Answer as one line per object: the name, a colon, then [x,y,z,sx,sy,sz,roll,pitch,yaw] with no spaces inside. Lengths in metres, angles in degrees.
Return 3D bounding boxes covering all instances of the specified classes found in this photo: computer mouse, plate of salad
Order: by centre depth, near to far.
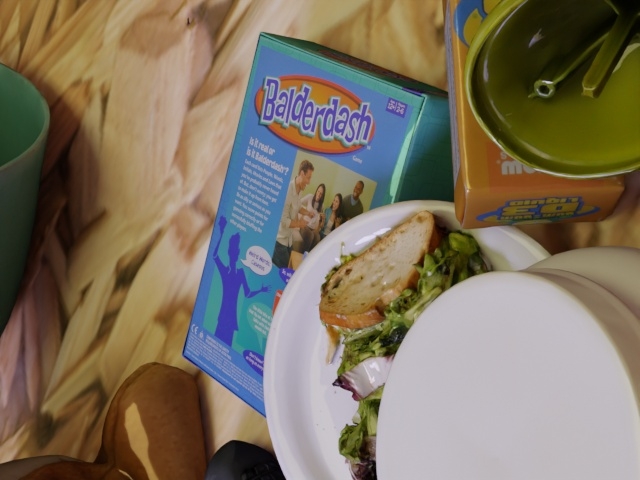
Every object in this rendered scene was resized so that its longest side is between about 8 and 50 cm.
plate of salad: [0.050,0.080,0.714,0.199,0.048,0.200,2,94,30]
computer mouse: [-0.015,0.213,0.825,0.242,0.041,0.071,55,126,39]

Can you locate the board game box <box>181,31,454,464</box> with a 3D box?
board game box: [0.000,0.000,0.824,0.160,0.047,0.210,30,110,49]

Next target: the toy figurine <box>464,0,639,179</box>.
toy figurine: [0.229,-0.162,0.526,0.362,0.191,0.217,-38,27,51]

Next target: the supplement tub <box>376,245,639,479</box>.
supplement tub: [0.134,0.077,0.523,0.144,0.199,0.144,-8,80,51]

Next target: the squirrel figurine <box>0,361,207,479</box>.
squirrel figurine: [-0.284,0.277,0.891,0.281,0.370,0.397,-24,68,48]

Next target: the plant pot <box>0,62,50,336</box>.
plant pot: [-0.363,0.002,1.106,0.293,0.293,0.235,42,133,45]

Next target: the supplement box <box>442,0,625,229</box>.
supplement box: [0.095,-0.126,0.674,0.080,0.078,0.233,73,-167,-81]
